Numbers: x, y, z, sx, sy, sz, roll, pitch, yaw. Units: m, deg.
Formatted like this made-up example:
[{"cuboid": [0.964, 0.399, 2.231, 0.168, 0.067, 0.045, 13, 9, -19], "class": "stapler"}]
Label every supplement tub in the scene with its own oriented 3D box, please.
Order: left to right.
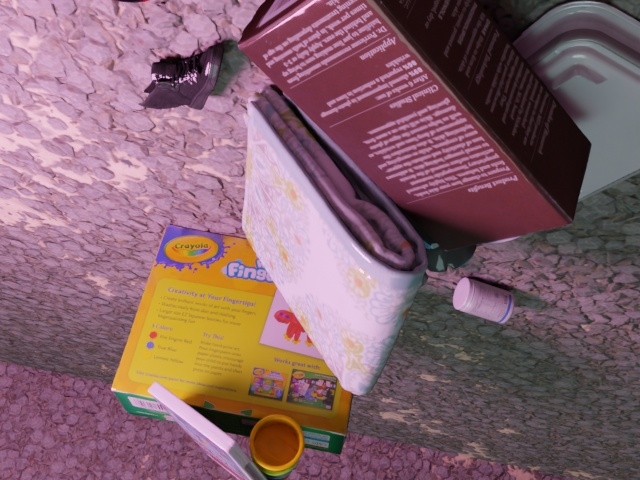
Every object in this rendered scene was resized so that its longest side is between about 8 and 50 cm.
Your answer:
[{"cuboid": [0.331, 0.122, 1.465, 0.107, 0.071, 0.071, 18, 153, -11], "class": "supplement tub"}]

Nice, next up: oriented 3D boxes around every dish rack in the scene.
[{"cuboid": [0.321, -0.143, 0.944, 0.285, 0.072, 0.333, 21, 154, -20], "class": "dish rack"}]

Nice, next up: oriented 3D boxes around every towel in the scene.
[{"cuboid": [0.000, 0.000, 1.045, 0.090, 0.374, 0.321, -23, 149, -22], "class": "towel"}]

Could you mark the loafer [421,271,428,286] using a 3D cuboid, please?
[{"cuboid": [0.085, 0.023, 1.351, 0.251, 0.087, 0.094, 18, 149, -3], "class": "loafer"}]

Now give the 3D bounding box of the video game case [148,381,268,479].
[{"cuboid": [-0.181, 0.373, 1.296, 0.204, 0.025, 0.285, 26, 154, 33], "class": "video game case"}]

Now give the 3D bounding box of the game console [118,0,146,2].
[{"cuboid": [-0.263, -0.390, 0.662, 0.341, 0.060, 0.386, 16, 154, -22], "class": "game console"}]

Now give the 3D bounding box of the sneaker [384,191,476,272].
[{"cuboid": [0.087, -0.043, 1.168, 0.340, 0.125, 0.140, 3, 119, 35], "class": "sneaker"}]

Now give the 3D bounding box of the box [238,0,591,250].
[{"cuboid": [0.119, -0.162, 0.819, 0.381, 0.143, 0.191, 43, 146, -25], "class": "box"}]

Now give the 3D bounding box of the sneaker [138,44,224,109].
[{"cuboid": [-0.196, -0.227, 1.009, 0.089, 0.051, 0.170, 15, 158, -17], "class": "sneaker"}]

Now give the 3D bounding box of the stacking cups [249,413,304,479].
[{"cuboid": [-0.093, 0.414, 1.357, 0.096, 0.096, 0.316, 13, 151, -1], "class": "stacking cups"}]

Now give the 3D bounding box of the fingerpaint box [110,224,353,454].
[{"cuboid": [-0.139, 0.195, 1.466, 0.444, 0.371, 0.163, 9, 151, 3], "class": "fingerpaint box"}]
